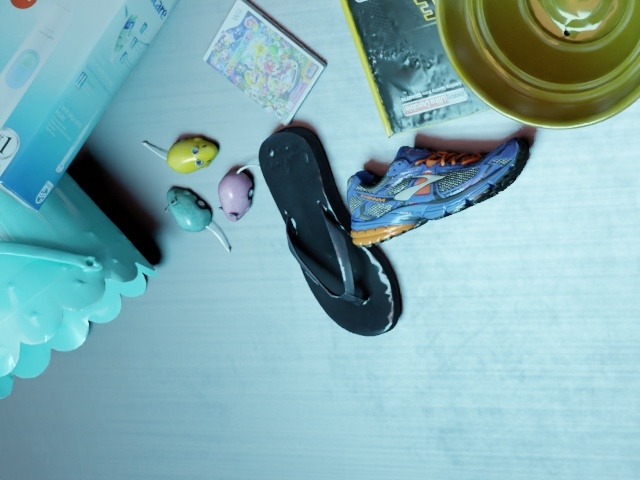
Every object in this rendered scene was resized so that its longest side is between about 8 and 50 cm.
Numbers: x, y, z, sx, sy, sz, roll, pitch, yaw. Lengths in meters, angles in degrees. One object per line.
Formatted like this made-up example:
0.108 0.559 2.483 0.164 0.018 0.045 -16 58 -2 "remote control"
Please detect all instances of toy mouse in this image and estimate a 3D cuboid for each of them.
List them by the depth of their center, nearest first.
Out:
-0.130 -0.046 1.658 0.161 0.031 0.143 -2 110 30 "toy mouse"

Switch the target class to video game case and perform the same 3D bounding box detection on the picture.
-0.062 -0.194 1.582 0.122 0.011 0.087 39 122 8 "video game case"

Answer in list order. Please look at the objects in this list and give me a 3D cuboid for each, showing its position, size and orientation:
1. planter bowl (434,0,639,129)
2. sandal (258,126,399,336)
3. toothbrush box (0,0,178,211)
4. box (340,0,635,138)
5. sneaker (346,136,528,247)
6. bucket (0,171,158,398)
0.219 -0.215 1.299 0.217 0.090 0.217 10 114 23 "planter bowl"
-0.001 0.000 1.602 0.097 0.054 0.255 -26 97 32 "sandal"
-0.323 -0.217 1.550 0.216 0.126 0.296 32 82 13 "toothbrush box"
0.175 -0.262 1.401 0.322 0.079 0.257 -13 102 30 "box"
0.113 -0.063 1.510 0.221 0.083 0.087 -22 91 28 "sneaker"
-0.349 0.048 1.677 0.281 0.281 0.183 -41 86 32 "bucket"
